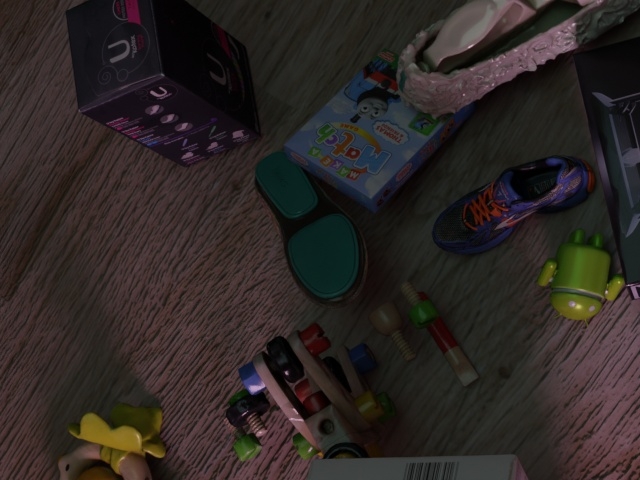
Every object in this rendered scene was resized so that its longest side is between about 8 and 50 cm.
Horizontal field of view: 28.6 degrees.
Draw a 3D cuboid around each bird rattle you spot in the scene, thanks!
[{"bbox_3d":[-0.280,0.359,1.766,0.207,0.143,0.254,-23,81,32],"label":"bird rattle"}]

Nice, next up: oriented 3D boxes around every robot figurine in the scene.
[{"bbox_3d":[0.321,0.046,1.553,0.101,0.067,0.115,13,80,-3],"label":"robot figurine"}]

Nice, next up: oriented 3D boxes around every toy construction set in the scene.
[{"bbox_3d":[0.063,0.219,1.564,0.308,0.257,0.237,-27,69,-15],"label":"toy construction set"}]

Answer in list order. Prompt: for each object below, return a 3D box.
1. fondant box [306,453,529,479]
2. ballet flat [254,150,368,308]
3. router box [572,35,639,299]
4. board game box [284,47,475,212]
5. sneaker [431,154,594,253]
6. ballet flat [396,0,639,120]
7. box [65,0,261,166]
[{"bbox_3d":[0.145,0.368,1.407,0.238,0.330,0.096,-6,45,25],"label":"fondant box"},{"bbox_3d":[0.000,0.000,1.670,0.107,0.106,0.316,-25,44,2],"label":"ballet flat"},{"bbox_3d":[0.455,-0.106,1.504,0.243,0.081,0.309,-13,71,15],"label":"router box"},{"bbox_3d":[0.080,-0.152,1.694,0.160,0.039,0.211,33,69,29],"label":"board game box"},{"bbox_3d":[0.237,-0.055,1.610,0.221,0.087,0.083,-30,65,17],"label":"sneaker"},{"bbox_3d":[0.272,-0.297,1.599,0.409,0.147,0.147,-35,64,4],"label":"ballet flat"},{"bbox_3d":[-0.217,-0.233,1.775,0.143,0.270,0.165,-20,69,21],"label":"box"}]
